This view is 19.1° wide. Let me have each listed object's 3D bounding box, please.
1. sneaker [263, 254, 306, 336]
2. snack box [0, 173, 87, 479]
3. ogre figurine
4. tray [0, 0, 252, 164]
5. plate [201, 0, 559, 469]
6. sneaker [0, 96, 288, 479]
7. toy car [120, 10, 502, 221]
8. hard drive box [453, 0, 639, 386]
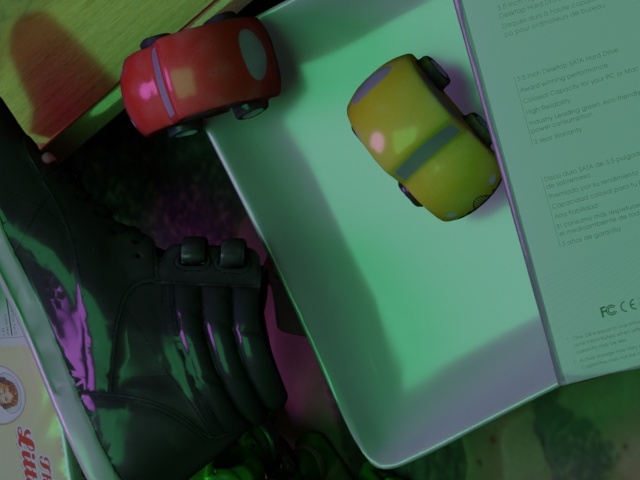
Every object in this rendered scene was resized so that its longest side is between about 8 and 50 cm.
[{"bbox_3d":[0.000,0.000,1.181,0.070,0.051,0.134,4,106,-6],"label":"sneaker"},{"bbox_3d":[-0.237,0.121,1.344,0.187,0.060,0.322,-4,96,31],"label":"snack box"},{"bbox_3d":[-0.053,0.143,1.210,0.197,0.118,0.097,41,115,18],"label":"ogre figurine"},{"bbox_3d":[-0.212,-0.141,1.197,0.411,0.076,0.203,-38,98,16],"label":"tray"},{"bbox_3d":[0.094,-0.045,1.108,0.278,0.045,0.277,-27,85,15],"label":"plate"},{"bbox_3d":[-0.118,0.006,1.134,0.147,0.104,0.296,-26,82,-4],"label":"sneaker"},{"bbox_3d":[0.007,-0.142,1.078,0.239,0.053,0.225,17,97,15],"label":"toy car"},{"bbox_3d":[0.187,-0.058,1.012,0.181,0.089,0.232,-15,88,15],"label":"hard drive box"}]
